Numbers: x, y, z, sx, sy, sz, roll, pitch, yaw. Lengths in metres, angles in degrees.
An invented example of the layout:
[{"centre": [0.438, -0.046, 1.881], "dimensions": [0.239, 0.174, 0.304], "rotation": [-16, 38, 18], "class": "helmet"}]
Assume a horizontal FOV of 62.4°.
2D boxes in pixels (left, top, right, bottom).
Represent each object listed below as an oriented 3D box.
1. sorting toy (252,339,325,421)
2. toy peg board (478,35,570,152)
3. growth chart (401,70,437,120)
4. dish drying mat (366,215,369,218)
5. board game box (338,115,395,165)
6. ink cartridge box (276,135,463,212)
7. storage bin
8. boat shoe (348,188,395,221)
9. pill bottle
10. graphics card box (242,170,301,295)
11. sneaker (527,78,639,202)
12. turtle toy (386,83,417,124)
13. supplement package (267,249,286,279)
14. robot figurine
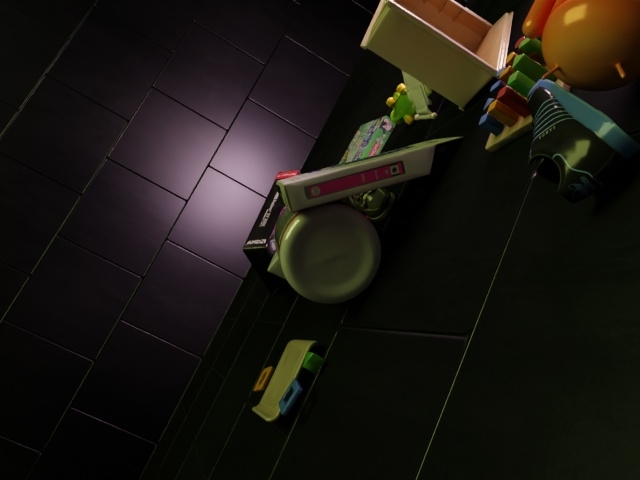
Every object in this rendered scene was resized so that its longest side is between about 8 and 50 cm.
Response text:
[{"centre": [-0.073, 0.316, 1.201], "dimensions": [0.195, 0.047, 0.348], "rotation": [-60, 11, -17], "class": "sorting toy"}, {"centre": [0.310, -0.248, 0.830], "dimensions": [0.161, 0.079, 0.161], "rotation": [-65, 13, -21], "class": "toy peg board"}, {"centre": [0.228, -0.398, 1.281], "dimensions": [0.021, 0.237, 0.172], "rotation": [-21, 19, -3], "class": "growth chart"}, {"centre": [0.137, -0.091, 1.362], "dimensions": [0.032, 0.008, 0.083], "rotation": [-35, 28, 62], "class": "dish drying mat"}, {"centre": [0.136, -0.294, 1.753], "dimensions": [0.213, 0.046, 0.317], "rotation": [-61, 12, 2], "class": "board game box"}, {"centre": [0.097, -0.142, 1.101], "dimensions": [0.371, 0.069, 0.176], "rotation": [-18, 11, -6], "class": "ink cartridge box"}, {"centre": [0.250, -0.448, 1.105], "dimensions": [0.123, 0.262, 0.260], "rotation": [-48, 17, 54], "class": "storage bin"}, {"centre": [0.114, -0.102, 1.300], "dimensions": [0.080, 0.074, 0.223], "rotation": [-61, 16, 4], "class": "boat shoe"}, {"centre": [0.000, 0.000, 1.227], "dimensions": [0.210, 0.210, 0.363], "rotation": [-60, 12, 5], "class": "pill bottle"}, {"centre": [-0.116, -0.029, 1.751], "dimensions": [0.094, 0.232, 0.370], "rotation": [-2, 44, 25], "class": "graphics card box"}, {"centre": [0.286, -0.126, 0.639], "dimensions": [0.090, 0.081, 0.232], "rotation": [-50, 15, 23], "class": "sneaker"}, {"centre": [0.232, -0.365, 1.439], "dimensions": [0.066, 0.095, 0.130], "rotation": [-42, -5, -46], "class": "turtle toy"}, {"centre": [-0.039, -0.003, 1.572], "dimensions": [0.134, 0.139, 0.244], "rotation": [-47, 20, 55], "class": "supplement package"}, {"centre": [0.336, -0.265, 0.611], "dimensions": [0.219, 0.158, 0.128], "rotation": [-59, 0, -19], "class": "robot figurine"}]
